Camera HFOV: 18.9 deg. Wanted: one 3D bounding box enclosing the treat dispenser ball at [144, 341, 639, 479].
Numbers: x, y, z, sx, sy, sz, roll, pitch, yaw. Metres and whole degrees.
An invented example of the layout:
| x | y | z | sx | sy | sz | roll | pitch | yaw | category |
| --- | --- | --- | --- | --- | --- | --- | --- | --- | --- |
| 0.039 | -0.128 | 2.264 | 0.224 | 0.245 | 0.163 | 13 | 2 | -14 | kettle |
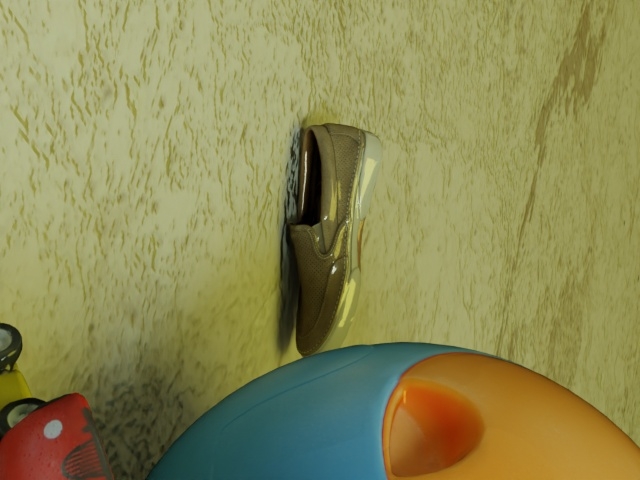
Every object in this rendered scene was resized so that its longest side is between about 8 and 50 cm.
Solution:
| x | y | z | sx | sy | sz | roll | pitch | yaw | category |
| --- | --- | --- | --- | --- | --- | --- | --- | --- | --- |
| 0.039 | 0.190 | 0.878 | 0.288 | 0.288 | 0.288 | 4 | 90 | -69 | treat dispenser ball |

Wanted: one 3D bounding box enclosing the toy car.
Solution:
| x | y | z | sx | sy | sz | roll | pitch | yaw | category |
| --- | --- | --- | --- | --- | --- | --- | --- | --- | --- |
| -0.093 | 0.147 | 0.681 | 0.239 | 0.053 | 0.225 | -158 | -128 | -71 | toy car |

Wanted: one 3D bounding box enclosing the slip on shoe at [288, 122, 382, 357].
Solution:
| x | y | z | sx | sy | sz | roll | pitch | yaw | category |
| --- | --- | --- | --- | --- | --- | --- | --- | --- | --- |
| 0.000 | 0.000 | 1.087 | 0.041 | 0.051 | 0.135 | 14 | 89 | -29 | slip on shoe |
